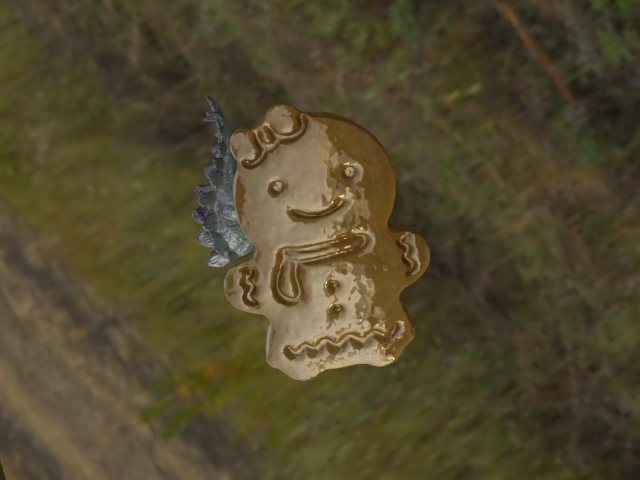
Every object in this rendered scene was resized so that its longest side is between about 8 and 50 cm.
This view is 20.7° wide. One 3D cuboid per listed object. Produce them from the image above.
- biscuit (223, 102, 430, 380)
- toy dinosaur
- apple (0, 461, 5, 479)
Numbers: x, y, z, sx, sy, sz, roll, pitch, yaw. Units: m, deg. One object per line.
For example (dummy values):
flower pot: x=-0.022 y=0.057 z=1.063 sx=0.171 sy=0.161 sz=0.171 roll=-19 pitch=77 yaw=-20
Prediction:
biscuit: x=0.005 y=0.003 z=1.124 sx=0.027 sy=0.133 sz=0.184 roll=-116 pitch=28 yaw=-71
toy dinosaur: x=-0.080 y=-0.036 z=1.613 sx=0.039 sy=0.082 sz=0.208 roll=-22 pitch=81 yaw=63
apple: x=-0.302 y=0.161 z=0.849 sx=0.235 sy=0.306 sz=0.305 roll=-85 pitch=-25 yaw=-63
